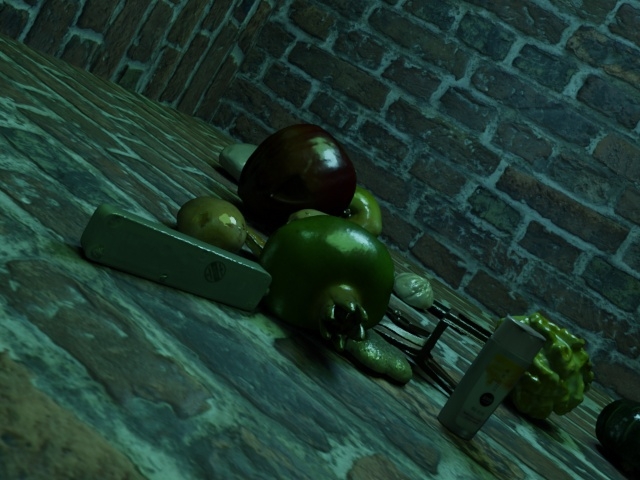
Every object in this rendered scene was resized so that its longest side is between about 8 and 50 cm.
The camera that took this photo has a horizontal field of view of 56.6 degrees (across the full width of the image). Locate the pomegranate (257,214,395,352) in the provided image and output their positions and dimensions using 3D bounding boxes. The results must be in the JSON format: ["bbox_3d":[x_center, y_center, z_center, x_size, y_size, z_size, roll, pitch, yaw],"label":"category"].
[{"bbox_3d":[0.027,0.070,1.269,0.309,0.216,0.358,12,17,-16],"label":"pomegranate"}]

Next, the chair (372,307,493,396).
[{"bbox_3d":[0.274,0.239,1.522,0.326,0.183,0.175,36,9,13],"label":"chair"}]

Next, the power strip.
[{"bbox_3d":[-0.242,0.042,1.094,0.385,0.091,0.062,25,9,-41],"label":"power strip"}]

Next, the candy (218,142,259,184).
[{"bbox_3d":[-0.265,-0.305,2.644,0.386,0.186,0.426,42,17,29],"label":"candy"}]

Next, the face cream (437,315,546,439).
[{"bbox_3d":[0.355,0.287,1.246,0.107,0.269,0.073,30,9,-20],"label":"face cream"}]

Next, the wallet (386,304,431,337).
[{"bbox_3d":[0.270,0.254,1.887,0.118,0.039,0.152,29,6,-33],"label":"wallet"}]

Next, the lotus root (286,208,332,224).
[{"bbox_3d":[0.000,0.000,1.895,0.151,0.169,0.342,35,9,34],"label":"lotus root"}]

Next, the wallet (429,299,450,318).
[{"bbox_3d":[0.480,0.280,2.464,0.321,0.044,0.170,33,8,25],"label":"wallet"}]

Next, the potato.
[{"bbox_3d":[-0.248,-0.032,1.372,0.150,0.146,0.234,62,-5,-26],"label":"potato"}]

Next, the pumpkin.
[{"bbox_3d":[1.011,0.638,1.853,0.300,0.207,0.300,37,-5,4],"label":"pumpkin"}]

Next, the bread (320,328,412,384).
[{"bbox_3d":[0.080,0.223,1.352,0.286,0.056,0.207,36,8,30],"label":"bread"}]

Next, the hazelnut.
[{"bbox_3d":[-0.081,-0.222,2.071,0.402,0.402,0.429,29,-3,-21],"label":"hazelnut"}]

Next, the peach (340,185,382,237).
[{"bbox_3d":[0.095,-0.088,2.366,0.314,0.282,0.315,29,1,15],"label":"peach"}]

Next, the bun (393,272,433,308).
[{"bbox_3d":[0.374,0.188,2.334,0.183,0.102,0.183,24,21,-10],"label":"bun"}]

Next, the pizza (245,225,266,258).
[{"bbox_3d":[-0.159,0.019,1.544,0.262,0.034,0.181,44,3,-30],"label":"pizza"}]

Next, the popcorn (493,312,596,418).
[{"bbox_3d":[0.650,0.366,1.780,0.312,0.312,0.312,32,9,-5],"label":"popcorn"}]
